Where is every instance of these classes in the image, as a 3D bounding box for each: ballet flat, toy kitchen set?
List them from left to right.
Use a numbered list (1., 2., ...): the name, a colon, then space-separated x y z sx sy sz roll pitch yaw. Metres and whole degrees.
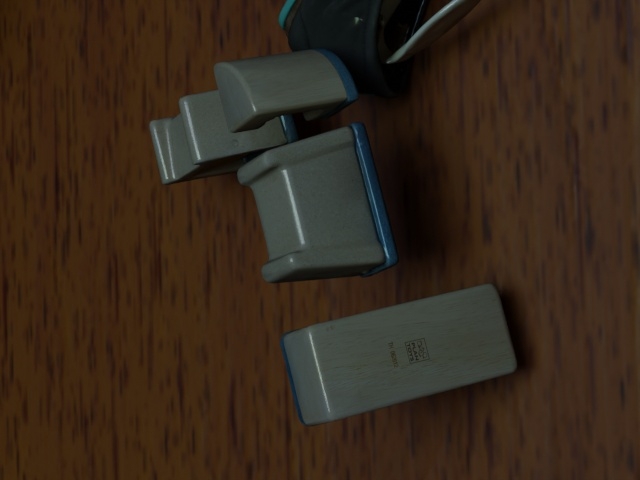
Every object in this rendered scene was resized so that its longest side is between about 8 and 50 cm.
1. toy kitchen set: 0.000 0.000 0.927 0.166 0.122 0.207 -25 77 63
2. ballet flat: 0.079 -0.197 0.879 0.096 0.095 0.280 41 121 19
